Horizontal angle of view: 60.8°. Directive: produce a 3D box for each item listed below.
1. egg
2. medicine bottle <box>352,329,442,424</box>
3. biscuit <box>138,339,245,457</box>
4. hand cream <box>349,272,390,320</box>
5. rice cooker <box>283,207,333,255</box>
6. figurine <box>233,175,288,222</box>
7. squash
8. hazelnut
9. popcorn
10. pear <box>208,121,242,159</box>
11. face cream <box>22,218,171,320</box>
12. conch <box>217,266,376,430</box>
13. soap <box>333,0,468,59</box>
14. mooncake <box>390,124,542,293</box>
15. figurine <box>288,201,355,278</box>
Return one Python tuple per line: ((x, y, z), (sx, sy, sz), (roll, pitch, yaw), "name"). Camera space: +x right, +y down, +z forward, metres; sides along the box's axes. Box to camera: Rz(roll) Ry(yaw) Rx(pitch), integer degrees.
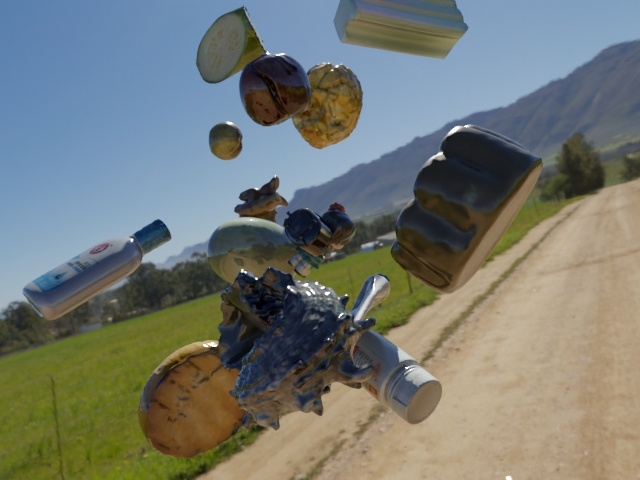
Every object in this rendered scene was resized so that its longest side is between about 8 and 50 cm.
((-0.228, 0.048, 1.907), (0.258, 0.258, 0.352), (-15, -22, 42), "egg")
((0.177, 0.341, 1.387), (0.144, 0.144, 0.252), (-15, 27, -34), "medicine bottle")
((-0.301, 0.383, 1.333), (0.296, 0.296, 0.102), (-15, 25, -38), "biscuit")
((0.110, 0.178, 1.428), (0.121, 0.076, 0.336), (-50, -4, 32), "hand cream")
((-0.036, -0.027, 1.591), (0.112, 0.165, 0.106), (-50, -41, 4), "rice cooker")
((-0.234, -0.134, 2.293), (0.247, 0.177, 0.173), (-28, -49, 17), "figurine")
((-0.327, -0.651, 1.847), (0.260, 0.189, 0.189), (-24, -1, 8), "squash")
((-0.146, -0.458, 1.662), (0.218, 0.218, 0.234), (-15, 16, 42), "hazelnut")
((0.032, -0.610, 2.460), (0.354, 0.344, 0.390), (-32, 0, 13), "popcorn")
((-0.398, -0.419, 2.308), (0.136, 0.167, 0.167), (6, 2, 5), "pear")
((-0.500, 0.057, 1.257), (0.337, 0.080, 0.163), (-35, 32, -30), "face cream")
((-0.057, 0.165, 0.820), (0.313, 0.186, 0.240), (25, 75, 45), "conch")
((0.170, -0.501, 1.206), (0.289, 0.173, 0.095), (0, -31, -24), "soap")
((0.314, -0.071, 1.223), (0.378, 0.201, 0.378), (-45, -23, -24), "mooncake")
((0.000, 0.000, 1.706), (0.245, 0.138, 0.110), (-45, -32, 10), "figurine")
